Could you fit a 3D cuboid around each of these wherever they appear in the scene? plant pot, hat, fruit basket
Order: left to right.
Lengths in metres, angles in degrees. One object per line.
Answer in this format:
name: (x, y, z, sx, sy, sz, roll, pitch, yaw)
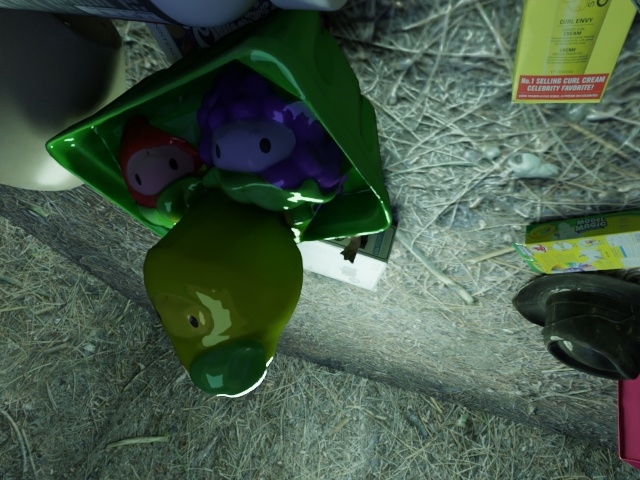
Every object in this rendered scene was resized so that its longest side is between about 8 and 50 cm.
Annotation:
plant pot: (-0.375, -0.235, 0.530, 0.191, 0.284, 0.284, -37, 126, 20)
fruit basket: (-0.120, -0.033, 0.465, 0.391, 0.392, 0.283, -1, 147, 37)
hat: (0.549, 0.191, 0.801, 0.331, 0.134, 0.331, 16, 153, 8)

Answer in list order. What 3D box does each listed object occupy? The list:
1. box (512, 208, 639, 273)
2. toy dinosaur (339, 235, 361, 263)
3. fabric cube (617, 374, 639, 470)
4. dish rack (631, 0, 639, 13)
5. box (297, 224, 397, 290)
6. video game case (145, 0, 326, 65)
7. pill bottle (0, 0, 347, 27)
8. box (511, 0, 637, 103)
box: (0.413, 0.009, 0.649, 0.179, 0.043, 0.105, -13, 140, 44)
toy dinosaur: (0.022, -0.082, 0.680, 0.295, 0.127, 0.200, 14, 122, -25)
fabric cube: (0.819, 0.386, 0.849, 0.258, 0.254, 0.259, 35, 151, -24)
dish rack: (0.286, -0.185, 0.227, 0.271, 0.074, 0.208, 27, 145, -26)
box: (0.000, 0.000, 0.870, 0.289, 0.087, 0.169, 17, 154, 6)
video game case: (-0.098, -0.243, 0.524, 0.232, 0.042, 0.210, 9, 152, 21)
pill bottle: (-0.153, -0.280, 0.302, 0.362, 0.210, 0.210, 13, 153, 14)
box: (0.213, -0.221, 0.328, 0.087, 0.058, 0.232, 8, 152, 20)
